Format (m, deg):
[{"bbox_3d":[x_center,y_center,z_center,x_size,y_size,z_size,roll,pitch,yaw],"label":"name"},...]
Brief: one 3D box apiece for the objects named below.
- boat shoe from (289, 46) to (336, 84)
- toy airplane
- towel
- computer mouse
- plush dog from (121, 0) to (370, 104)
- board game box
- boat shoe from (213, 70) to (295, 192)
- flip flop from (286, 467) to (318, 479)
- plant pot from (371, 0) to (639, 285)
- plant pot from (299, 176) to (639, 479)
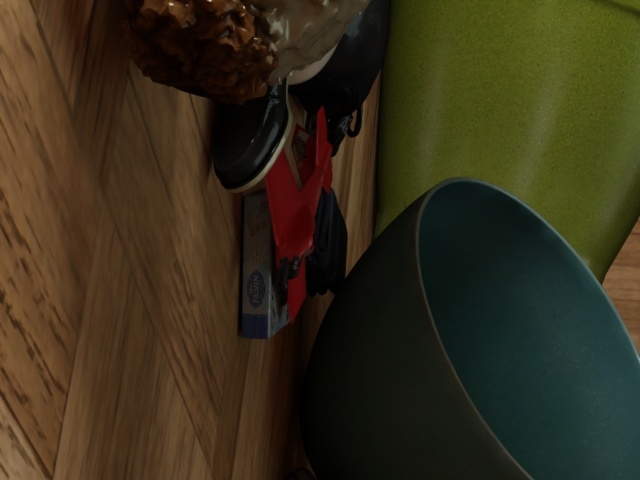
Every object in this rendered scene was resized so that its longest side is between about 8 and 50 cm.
[{"bbox_3d":[-0.013,-0.162,1.177,0.063,0.066,0.184,80,5,-55],"label":"boat shoe"},{"bbox_3d":[-0.011,-0.022,1.187,0.151,0.028,0.151,0,90,-81],"label":"toy airplane"},{"bbox_3d":[0.000,0.000,1.437,0.119,0.029,0.067,66,28,-73],"label":"towel"},{"bbox_3d":[0.019,-0.159,1.352,0.272,0.072,0.188,12,81,-83],"label":"computer mouse"},{"bbox_3d":[-0.008,-0.171,0.815,0.262,0.211,0.225,-73,-172,-63],"label":"plush dog"},{"bbox_3d":[-0.034,0.013,1.216,0.090,0.020,0.090,-30,123,-81],"label":"board game box"},{"bbox_3d":[-0.039,-0.088,1.065,0.042,0.049,0.133,44,50,-42],"label":"boat shoe"},{"bbox_3d":[0.004,0.278,1.338,0.112,0.080,0.277,57,15,-47],"label":"flip flop"},{"bbox_3d":[0.207,-0.119,1.953,0.366,0.366,0.353,48,58,-80],"label":"plant pot"},{"bbox_3d":[0.099,0.124,1.454,0.290,0.195,0.290,35,37,-32],"label":"plant pot"}]
